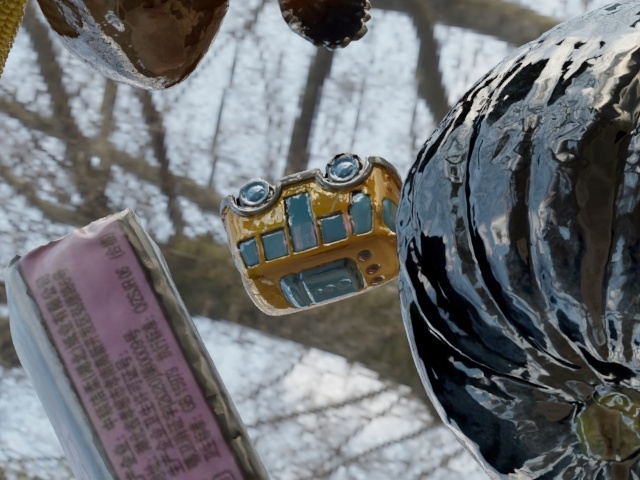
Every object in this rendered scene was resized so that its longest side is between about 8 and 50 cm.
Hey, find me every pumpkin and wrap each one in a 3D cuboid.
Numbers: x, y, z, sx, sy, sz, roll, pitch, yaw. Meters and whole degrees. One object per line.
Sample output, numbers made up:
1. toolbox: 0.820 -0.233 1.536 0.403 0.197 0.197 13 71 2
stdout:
1. pumpkin: 0.221 0.030 0.968 0.266 0.363 0.363 -45 -49 -37

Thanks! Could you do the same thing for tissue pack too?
1. tissue pack: -0.084 0.185 1.064 0.122 0.361 0.259 -23 -23 -11

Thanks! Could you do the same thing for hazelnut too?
1. hazelnut: -0.169 -0.236 1.389 0.210 0.186 0.210 -36 -43 -42

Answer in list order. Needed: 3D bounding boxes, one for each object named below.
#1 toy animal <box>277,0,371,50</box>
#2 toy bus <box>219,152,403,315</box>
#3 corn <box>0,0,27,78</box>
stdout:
1. toy animal: 0.031 -0.349 1.477 0.284 0.302 0.225 -30 -61 -21
2. toy bus: 0.000 0.000 1.819 0.126 0.210 0.136 64 -167 -50
3. corn: -0.317 -0.179 1.492 0.067 0.067 0.206 17 -82 -49
